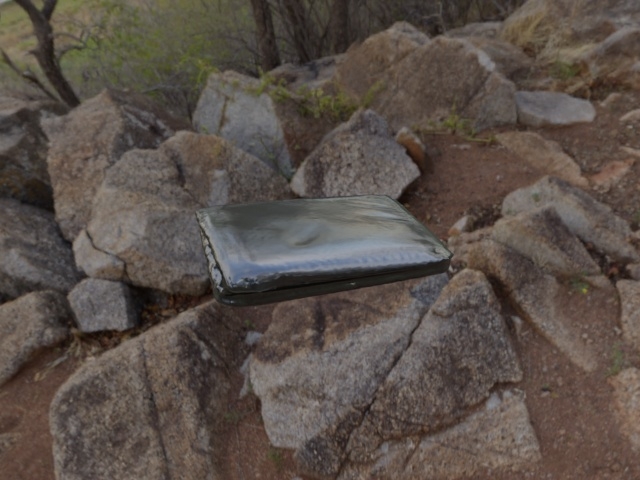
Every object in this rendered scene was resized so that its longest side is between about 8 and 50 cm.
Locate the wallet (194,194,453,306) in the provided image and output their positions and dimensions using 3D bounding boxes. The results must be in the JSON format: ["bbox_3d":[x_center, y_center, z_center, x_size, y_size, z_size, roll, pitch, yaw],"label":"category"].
[{"bbox_3d":[0.000,0.000,0.560,0.245,0.052,0.168,-6,32,-19],"label":"wallet"}]
